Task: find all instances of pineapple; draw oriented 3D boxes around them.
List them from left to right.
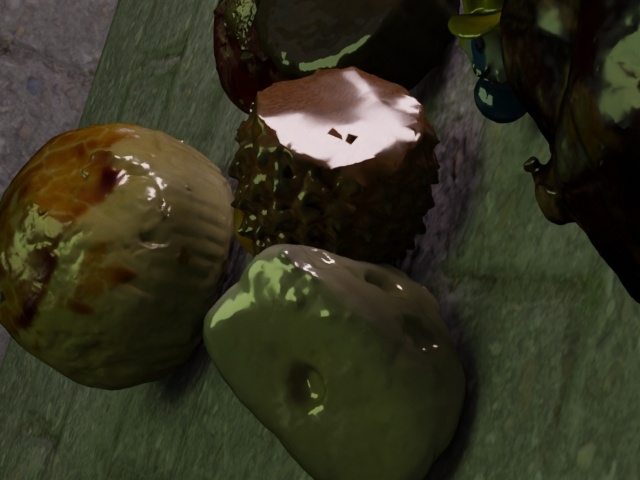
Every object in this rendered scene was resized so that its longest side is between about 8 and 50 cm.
[{"bbox_3d":[0.001,0.001,2.019,0.223,0.223,0.357,-93,11,-47],"label":"pineapple"}]

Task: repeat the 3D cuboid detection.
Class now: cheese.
[{"bbox_3d":[0.050,0.130,1.833,0.173,0.251,0.248,-49,63,21],"label":"cheese"}]

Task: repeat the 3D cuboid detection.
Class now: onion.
[{"bbox_3d":[-0.027,-0.266,2.332,0.246,0.190,0.246,-11,76,54],"label":"onion"}]

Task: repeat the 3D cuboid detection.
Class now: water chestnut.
[{"bbox_3d":[0.295,-0.122,1.210,0.347,0.335,0.335,-27,39,21],"label":"water chestnut"}]

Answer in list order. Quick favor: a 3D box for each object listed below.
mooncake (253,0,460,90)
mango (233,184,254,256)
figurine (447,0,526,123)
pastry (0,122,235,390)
[{"bbox_3d":[0.044,-0.260,2.119,0.228,0.124,0.228,-16,59,30],"label":"mooncake"},{"bbox_3d":[-0.053,-0.052,2.311,0.219,0.112,0.144,133,147,-59],"label":"mango"},{"bbox_3d":[0.201,-0.280,1.803,0.283,0.205,0.338,173,100,-73],"label":"figurine"},{"bbox_3d":[-0.304,0.013,2.634,0.388,0.313,0.388,-46,35,46],"label":"pastry"}]
